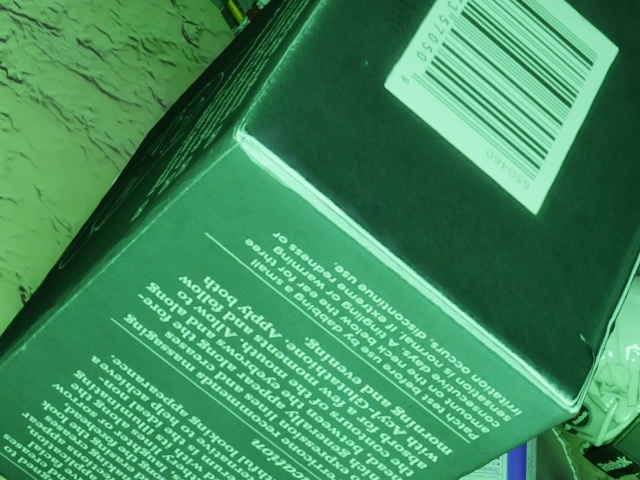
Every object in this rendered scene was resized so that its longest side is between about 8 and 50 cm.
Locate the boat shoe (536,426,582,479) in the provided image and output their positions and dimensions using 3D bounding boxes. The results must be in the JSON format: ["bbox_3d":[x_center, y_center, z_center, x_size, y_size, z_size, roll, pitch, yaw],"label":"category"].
[{"bbox_3d":[0.161,0.237,1.259,0.117,0.097,0.324,30,38,-19],"label":"boat shoe"}]

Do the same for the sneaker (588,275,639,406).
[{"bbox_3d":[0.168,0.096,1.322,0.292,0.108,0.169,23,52,29],"label":"sneaker"}]

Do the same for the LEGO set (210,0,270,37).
[{"bbox_3d":[0.013,-0.228,1.441,0.331,0.255,0.192,45,6,-20],"label":"LEGO set"}]

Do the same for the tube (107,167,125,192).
[{"bbox_3d":[-0.048,0.001,1.329,0.240,0.070,0.062,14,7,-40],"label":"tube"}]

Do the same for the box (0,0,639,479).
[{"bbox_3d":[0.000,0.000,1.031,0.212,0.395,0.293,39,51,-10],"label":"box"}]

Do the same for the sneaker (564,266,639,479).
[{"bbox_3d":[0.247,0.141,1.450,0.146,0.122,0.330,-20,69,-33],"label":"sneaker"}]

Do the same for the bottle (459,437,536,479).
[{"bbox_3d":[0.080,0.201,1.171,0.092,0.118,0.282,53,36,-56],"label":"bottle"}]
